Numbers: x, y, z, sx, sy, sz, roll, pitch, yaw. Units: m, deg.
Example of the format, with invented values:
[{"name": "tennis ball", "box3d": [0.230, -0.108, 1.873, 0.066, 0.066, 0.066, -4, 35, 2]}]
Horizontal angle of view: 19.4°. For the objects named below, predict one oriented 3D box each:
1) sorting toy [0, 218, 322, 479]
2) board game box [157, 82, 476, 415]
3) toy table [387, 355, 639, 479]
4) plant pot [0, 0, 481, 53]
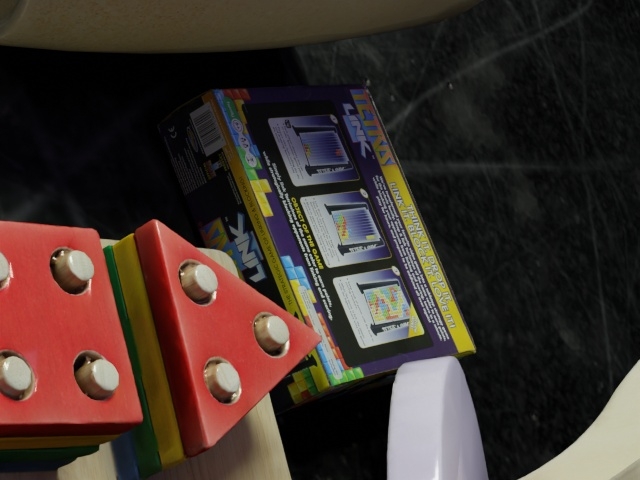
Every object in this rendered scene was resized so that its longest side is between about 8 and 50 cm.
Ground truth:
[{"name": "sorting toy", "box3d": [-0.082, 0.106, 0.814, 0.255, 0.089, 0.257, 6, 62, -48]}, {"name": "board game box", "box3d": [0.000, 0.000, 1.017, 0.141, 0.048, 0.170, -7, 72, -54]}, {"name": "toy table", "box3d": [0.129, 0.176, 0.908, 0.252, 0.161, 0.274, 54, 28, -65]}, {"name": "plant pot", "box3d": [-0.071, -0.197, 0.928, 0.274, 0.256, 0.256, -24, 86, -38]}]
